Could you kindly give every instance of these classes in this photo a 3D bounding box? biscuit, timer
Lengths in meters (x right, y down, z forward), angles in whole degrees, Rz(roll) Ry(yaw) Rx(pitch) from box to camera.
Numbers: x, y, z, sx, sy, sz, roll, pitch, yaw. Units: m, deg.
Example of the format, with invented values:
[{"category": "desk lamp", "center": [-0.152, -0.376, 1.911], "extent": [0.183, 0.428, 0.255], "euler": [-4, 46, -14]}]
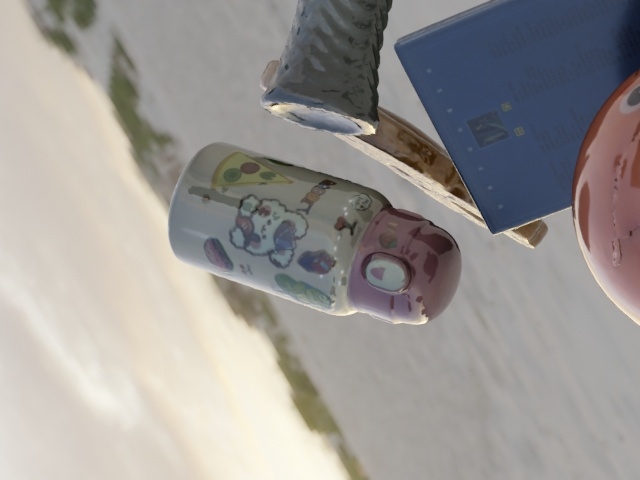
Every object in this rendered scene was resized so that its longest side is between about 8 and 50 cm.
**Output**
[{"category": "biscuit", "center": [0.076, -0.085, 1.734], "extent": [0.295, 0.044, 0.186], "euler": [31, 177, -28]}, {"category": "timer", "center": [0.298, -0.033, 1.368], "extent": [0.229, 0.230, 0.215], "euler": [60, 180, 7]}]

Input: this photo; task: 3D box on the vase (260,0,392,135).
[{"category": "vase", "center": [0.025, -0.191, 1.229], "extent": [0.115, 0.115, 0.237], "euler": [46, -124, -73]}]

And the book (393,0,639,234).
[{"category": "book", "center": [0.217, -0.127, 1.524], "extent": [0.191, 0.269, 0.025], "euler": [61, -153, -18]}]

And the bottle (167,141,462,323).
[{"category": "bottle", "center": [0.000, 0.000, 1.637], "extent": [0.253, 0.120, 0.120], "euler": [18, 164, 24]}]
